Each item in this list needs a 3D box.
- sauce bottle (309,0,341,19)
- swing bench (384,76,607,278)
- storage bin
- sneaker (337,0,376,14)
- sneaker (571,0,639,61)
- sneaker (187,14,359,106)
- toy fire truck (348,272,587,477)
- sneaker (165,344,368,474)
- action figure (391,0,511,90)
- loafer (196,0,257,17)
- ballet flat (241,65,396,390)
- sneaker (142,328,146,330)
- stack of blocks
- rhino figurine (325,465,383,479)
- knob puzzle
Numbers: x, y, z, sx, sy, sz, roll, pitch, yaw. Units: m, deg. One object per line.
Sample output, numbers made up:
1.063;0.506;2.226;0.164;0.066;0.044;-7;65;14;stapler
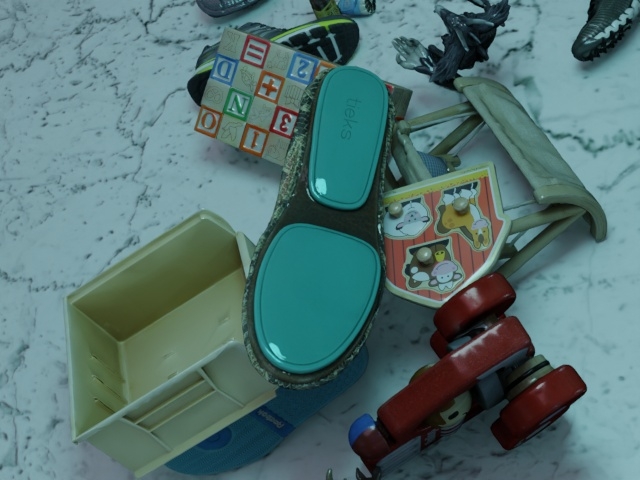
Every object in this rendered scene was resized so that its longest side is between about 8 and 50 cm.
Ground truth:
0.004;-0.392;1.828;0.042;0.128;0.042;-10;57;16;sauce bottle
0.215;-0.076;1.507;0.255;0.165;0.253;-30;50;2;swing bench
-0.189;0.127;1.430;0.260;0.123;0.262;-32;39;11;storage bin
0.054;-0.453;1.892;0.073;0.063;0.162;-9;55;21;sneaker
0.434;-0.364;1.648;0.106;0.078;0.234;42;75;11;sneaker
-0.082;-0.322;1.834;0.300;0.111;0.121;-14;50;10;sneaker
0.151;0.186;1.284;0.254;0.302;0.169;-34;73;-6;toy fire truck
-0.094;0.171;1.507;0.319;0.127;0.208;-33;39;7;sneaker
0.187;-0.299;1.603;0.141;0.276;0.164;38;92;4;action figure
-0.093;-0.500;1.982;0.302;0.095;0.109;-42;83;-3;loafer
0.000;0.000;1.377;0.164;0.182;0.482;16;56;-7;ballet flat
-0.261;0.130;1.619;0.167;0.076;0.065;-18;52;10;sneaker
-0.029;-0.199;1.688;0.297;0.087;0.171;22;102;21;stack of blocks
0.092;0.341;1.261;0.106;0.243;0.073;-51;12;-24;rhino figurine
0.141;-0.003;1.358;0.213;0.030;0.213;-14;53;19;knob puzzle
